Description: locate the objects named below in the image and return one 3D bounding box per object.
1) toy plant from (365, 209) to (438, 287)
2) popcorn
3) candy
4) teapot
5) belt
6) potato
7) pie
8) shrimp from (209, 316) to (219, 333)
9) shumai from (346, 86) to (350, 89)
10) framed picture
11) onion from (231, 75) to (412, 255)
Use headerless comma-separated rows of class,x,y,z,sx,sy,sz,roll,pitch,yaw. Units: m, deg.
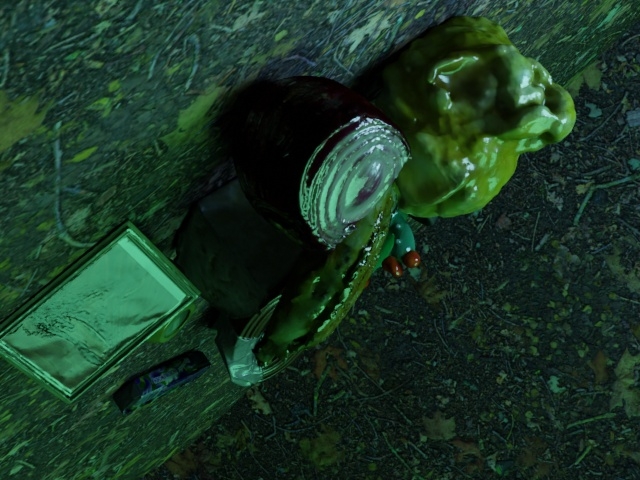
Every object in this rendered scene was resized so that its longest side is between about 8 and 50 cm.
toy plant,0.133,-0.078,2.164,0.400,0.279,0.185,-55,166,-2
popcorn,0.227,-0.190,1.782,0.334,0.292,0.293,-48,171,16
candy,-0.380,0.338,2.577,0.088,0.061,0.312,-43,169,23
teapot,-0.266,0.084,1.709,0.130,0.119,0.166,-38,163,-46
belt,-0.121,0.189,2.437,0.217,0.122,0.339,-4,137,-33
potato,-0.080,-0.002,1.754,0.264,0.211,0.189,-36,161,-27
pie,0.023,0.040,1.622,0.355,0.103,0.288,-59,175,9
shrimp,-0.148,0.143,2.568,0.247,0.085,0.360,-25,167,-34
shumai,0.030,-0.164,1.624,0.123,0.105,0.139,-50,-170,13
framed picture,-0.329,0.114,1.579,0.273,0.016,0.216,-41,138,-1
onion,-0.024,-0.126,1.455,0.216,0.206,0.207,-51,142,-7
